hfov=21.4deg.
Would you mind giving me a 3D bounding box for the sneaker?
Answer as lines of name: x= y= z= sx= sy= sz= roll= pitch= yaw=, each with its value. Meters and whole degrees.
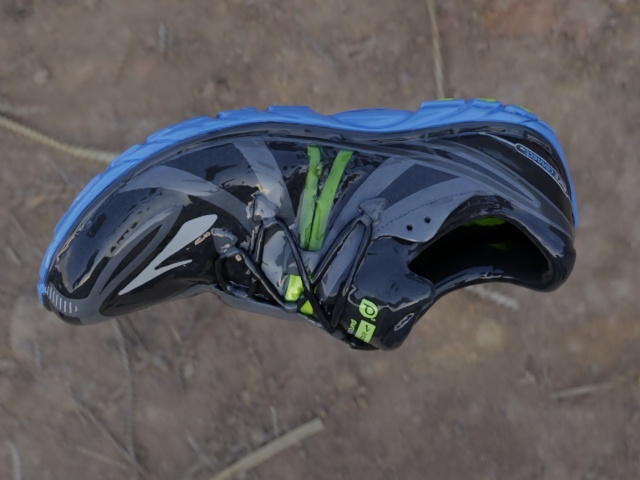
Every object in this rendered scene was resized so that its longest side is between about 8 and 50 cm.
sneaker: x=0.000 y=0.000 z=0.563 sx=0.188 sy=0.067 sz=0.078 roll=-8 pitch=58 yaw=-14
